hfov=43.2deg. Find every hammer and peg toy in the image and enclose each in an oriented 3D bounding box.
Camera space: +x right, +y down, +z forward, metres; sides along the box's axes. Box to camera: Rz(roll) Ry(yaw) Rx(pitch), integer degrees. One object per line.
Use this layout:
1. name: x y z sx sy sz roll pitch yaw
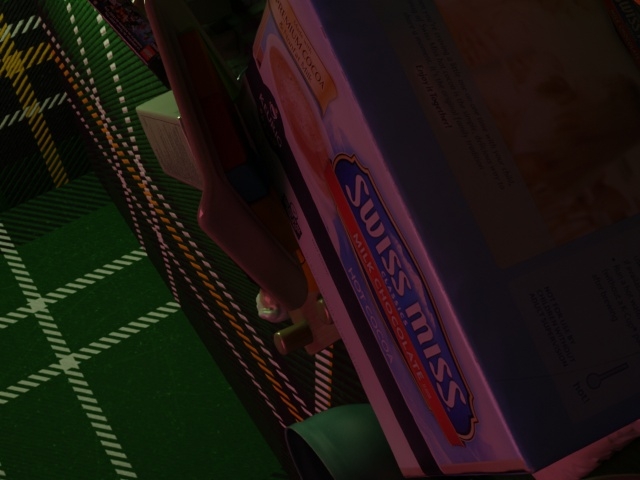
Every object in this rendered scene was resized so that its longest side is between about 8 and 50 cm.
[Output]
1. hammer and peg toy: 0.000 0.000 1.125 0.266 0.127 0.361 64 152 11

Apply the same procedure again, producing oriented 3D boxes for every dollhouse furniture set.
1. dollhouse furniture set: -0.260 -0.393 1.236 0.212 0.161 0.242 47 157 37

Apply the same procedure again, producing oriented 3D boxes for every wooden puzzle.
1. wooden puzzle: -0.071 -0.079 0.713 0.221 0.044 0.239 54 -163 -61

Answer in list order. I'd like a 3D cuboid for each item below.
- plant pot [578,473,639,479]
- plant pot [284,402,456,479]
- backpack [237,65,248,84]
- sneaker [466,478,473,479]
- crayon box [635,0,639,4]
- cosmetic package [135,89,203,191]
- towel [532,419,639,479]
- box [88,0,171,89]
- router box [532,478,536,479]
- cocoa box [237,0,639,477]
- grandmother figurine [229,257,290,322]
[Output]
1. plant pot: 0.277 0.390 0.767 0.323 0.323 0.280 56 176 18
2. plant pot: 0.099 0.390 1.344 0.293 0.196 0.293 52 159 29
3. backpack: -0.006 -0.144 0.910 0.188 0.166 0.144 44 153 35
4. sneaker: 0.246 0.466 1.252 0.121 0.099 0.262 39 159 34
5. crayon box: 0.164 -0.300 0.369 0.203 0.083 0.323 52 159 27
6. cosmetic package: -0.216 -0.191 1.462 0.296 0.129 0.153 25 141 60
7. towel: 0.209 0.097 0.867 0.317 0.053 0.332 54 161 22
8. box: -0.276 -0.310 1.187 0.159 0.044 0.233 48 179 -4
9. router box: 0.301 0.366 1.024 0.092 0.038 0.122 43 154 42
10. cocoa box: 0.118 -0.035 0.581 0.347 0.231 0.228 66 163 11
11. grandmother figurine: -0.111 0.029 1.553 0.208 0.104 0.342 31 148 42
